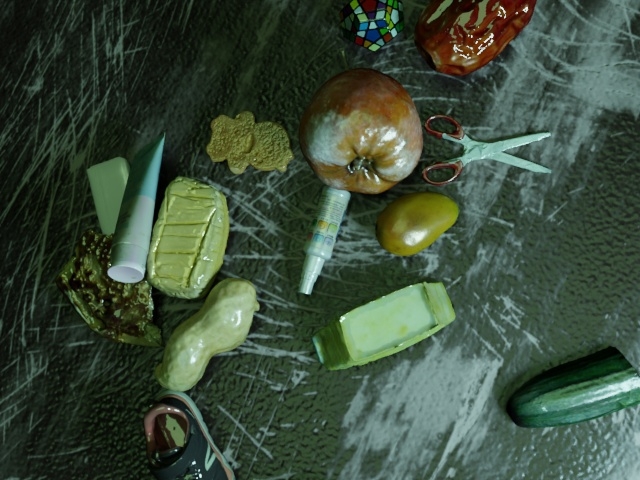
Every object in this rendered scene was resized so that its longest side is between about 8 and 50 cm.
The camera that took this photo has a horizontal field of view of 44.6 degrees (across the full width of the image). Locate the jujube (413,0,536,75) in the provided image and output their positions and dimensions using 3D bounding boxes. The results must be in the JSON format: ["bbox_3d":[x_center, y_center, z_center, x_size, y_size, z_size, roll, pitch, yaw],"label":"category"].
[{"bbox_3d":[0.299,-0.432,1.502,0.250,0.174,0.174,-38,77,-2],"label":"jujube"}]

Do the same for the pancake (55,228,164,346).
[{"bbox_3d":[-0.430,0.102,1.576,0.212,0.056,0.257,-10,85,12],"label":"pancake"}]

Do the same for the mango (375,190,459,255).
[{"bbox_3d":[0.180,-0.039,1.494,0.163,0.089,0.111,-41,88,-10],"label":"mango"}]

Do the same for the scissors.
[{"bbox_3d":[0.326,-0.175,1.530,0.247,0.017,0.144,3,81,8],"label":"scissors"}]

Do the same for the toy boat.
[{"bbox_3d":[0.116,0.161,1.470,0.276,0.084,0.111,-22,80,4],"label":"toy boat"}]

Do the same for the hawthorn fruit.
[{"bbox_3d":[0.089,-0.210,1.468,0.231,0.235,0.263,4,42,48],"label":"hawthorn fruit"}]

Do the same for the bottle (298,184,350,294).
[{"bbox_3d":[0.000,0.000,1.527,0.060,0.060,0.217,17,82,11],"label":"bottle"}]

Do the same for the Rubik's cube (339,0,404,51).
[{"bbox_3d":[0.103,-0.444,1.563,0.133,0.133,0.112,-8,53,8],"label":"Rubik's cube"}]

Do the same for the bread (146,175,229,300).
[{"bbox_3d":[-0.258,-0.001,1.544,0.140,0.106,0.236,11,82,13],"label":"bread"}]

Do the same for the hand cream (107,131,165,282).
[{"bbox_3d":[-0.360,-0.072,1.533,0.111,0.070,0.312,-29,49,38],"label":"hand cream"}]

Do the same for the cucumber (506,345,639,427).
[{"bbox_3d":[0.457,0.279,1.408,0.244,0.063,0.115,-23,77,6],"label":"cucumber"}]

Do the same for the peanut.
[{"bbox_3d":[-0.220,0.182,1.507,0.263,0.101,0.117,-44,76,-4],"label":"peanut"}]

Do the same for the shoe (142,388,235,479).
[{"bbox_3d":[-0.250,0.413,1.455,0.114,0.137,0.291,-28,77,4],"label":"shoe"}]

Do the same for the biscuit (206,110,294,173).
[{"bbox_3d":[-0.145,-0.203,1.603,0.184,0.027,0.133,-3,79,7],"label":"biscuit"}]

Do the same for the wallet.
[{"bbox_3d":[-0.423,-0.078,1.622,0.095,0.033,0.190,-20,77,7],"label":"wallet"}]
